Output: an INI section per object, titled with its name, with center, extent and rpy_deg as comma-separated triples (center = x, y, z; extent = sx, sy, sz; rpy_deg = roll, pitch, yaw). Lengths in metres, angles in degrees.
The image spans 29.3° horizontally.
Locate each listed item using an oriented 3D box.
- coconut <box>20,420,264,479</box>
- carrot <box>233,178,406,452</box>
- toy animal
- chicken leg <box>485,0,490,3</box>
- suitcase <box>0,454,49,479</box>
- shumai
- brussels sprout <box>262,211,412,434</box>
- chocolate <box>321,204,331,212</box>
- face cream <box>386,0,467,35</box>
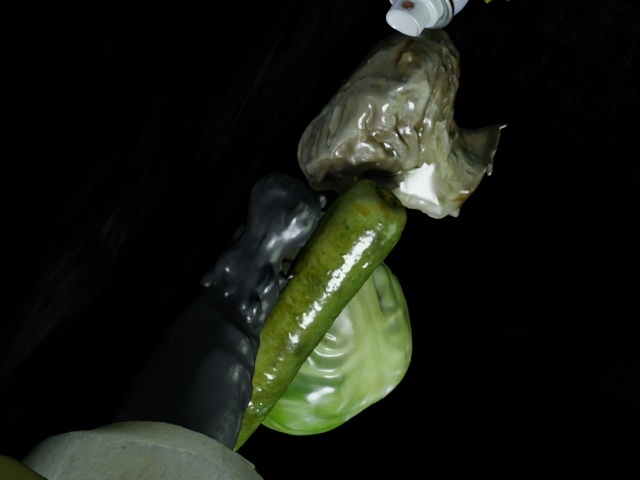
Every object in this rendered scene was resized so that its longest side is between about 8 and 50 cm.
[coconut]
center = -0.134, 0.256, 0.770
extent = 0.266, 0.237, 0.237
rpy_deg = -63, -179, -37
[carrot]
center = -0.032, 0.090, 1.205
extent = 0.358, 0.074, 0.074
rpy_deg = -56, 179, 23
[toy animal]
center = -0.100, 0.106, 1.083
extent = 0.168, 0.106, 0.343
rpy_deg = 116, -2, -65
[chicken leg]
center = 0.166, -0.322, 0.791
extent = 0.429, 0.153, 0.201
rpy_deg = 109, 0, -49
[suitcase]
center = -0.175, 0.217, 0.516
extent = 0.235, 0.143, 0.194
rpy_deg = -58, 177, 34
[shumai]
center = 0.091, -0.101, 1.196
extent = 0.206, 0.175, 0.166
rpy_deg = -45, -172, 50
[brussels sprout]
center = -0.014, 0.092, 1.340
extent = 0.244, 0.244, 0.244
rpy_deg = -57, 178, -4
[chocolate]
center = 0.000, 0.000, 1.697
extent = 0.156, 0.156, 0.133
rpy_deg = 119, -15, -51
[face cream]
center = 0.131, -0.279, 1.139
extent = 0.229, 0.075, 0.075
rpy_deg = -57, 178, -24
